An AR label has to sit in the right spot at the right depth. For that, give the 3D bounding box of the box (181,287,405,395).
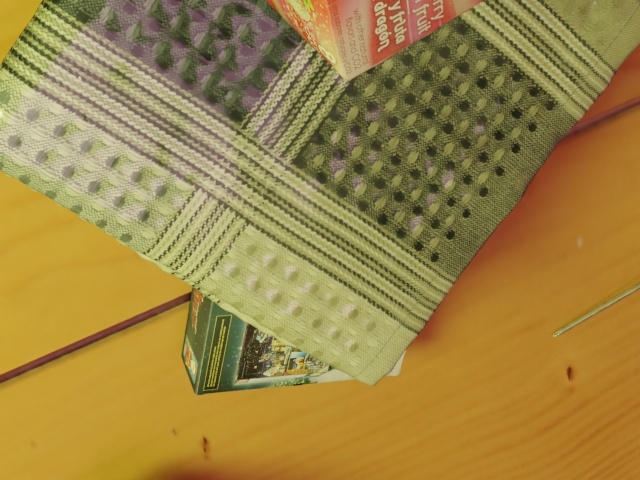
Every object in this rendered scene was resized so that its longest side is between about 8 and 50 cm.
[{"bbox_3d":[0.000,0.000,0.886,0.159,0.044,0.233,-2,128,-21],"label":"box"}]

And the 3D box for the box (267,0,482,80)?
[{"bbox_3d":[0.007,-0.214,0.551,0.122,0.128,0.257,-31,144,-12],"label":"box"}]

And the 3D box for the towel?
[{"bbox_3d":[0.005,-0.099,0.762,0.324,0.056,0.312,34,96,-30],"label":"towel"}]

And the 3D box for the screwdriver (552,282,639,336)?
[{"bbox_3d":[0.259,0.031,1.046,0.169,0.025,0.024,-28,134,13],"label":"screwdriver"}]
